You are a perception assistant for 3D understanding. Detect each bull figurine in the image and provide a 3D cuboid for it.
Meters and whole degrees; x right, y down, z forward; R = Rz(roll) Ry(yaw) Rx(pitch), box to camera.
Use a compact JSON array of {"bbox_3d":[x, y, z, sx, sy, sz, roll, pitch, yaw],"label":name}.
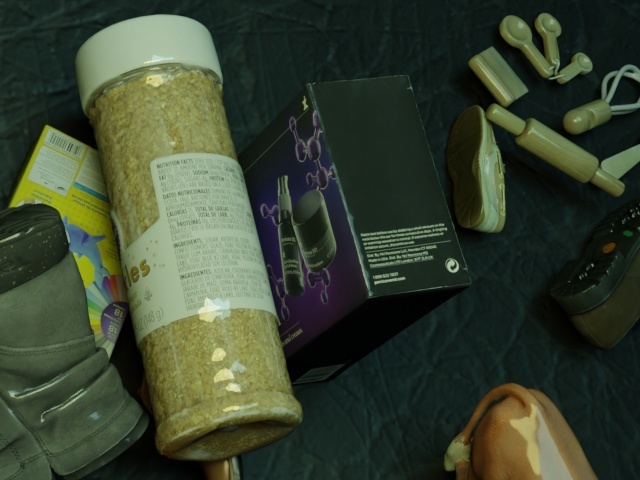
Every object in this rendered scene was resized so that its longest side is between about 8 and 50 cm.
[{"bbox_3d":[0.205,0.274,1.552,0.101,0.188,0.310,-15,76,-30],"label":"bull figurine"}]

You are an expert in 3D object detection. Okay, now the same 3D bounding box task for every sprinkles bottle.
[{"bbox_3d":[-0.110,-0.005,1.482,0.121,0.121,0.355,-4,67,-28],"label":"sprinkles bottle"}]

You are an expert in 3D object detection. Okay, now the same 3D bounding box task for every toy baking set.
[{"bbox_3d":[0.264,-0.136,1.828,0.256,0.030,0.197,33,48,-13],"label":"toy baking set"}]

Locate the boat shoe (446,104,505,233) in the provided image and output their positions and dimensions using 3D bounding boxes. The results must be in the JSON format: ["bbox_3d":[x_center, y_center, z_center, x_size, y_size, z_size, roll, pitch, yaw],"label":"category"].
[{"bbox_3d":[0.154,-0.066,1.757,0.045,0.050,0.135,24,56,-36],"label":"boat shoe"}]

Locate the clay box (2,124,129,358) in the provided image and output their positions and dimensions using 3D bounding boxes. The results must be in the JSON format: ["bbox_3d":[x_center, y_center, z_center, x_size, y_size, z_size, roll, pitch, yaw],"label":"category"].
[{"bbox_3d":[-0.219,0.028,1.524,0.127,0.053,0.222,27,61,-14],"label":"clay box"}]

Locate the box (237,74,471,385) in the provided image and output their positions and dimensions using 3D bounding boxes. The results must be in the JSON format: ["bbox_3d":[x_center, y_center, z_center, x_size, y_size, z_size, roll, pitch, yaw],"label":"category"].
[{"bbox_3d":[0.000,0.000,1.521,0.103,0.261,0.184,-5,71,-28],"label":"box"}]

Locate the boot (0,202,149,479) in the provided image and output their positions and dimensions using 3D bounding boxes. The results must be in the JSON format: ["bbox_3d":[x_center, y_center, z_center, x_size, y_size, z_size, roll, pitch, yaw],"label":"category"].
[{"bbox_3d":[-0.315,0.129,1.387,0.338,0.118,0.222,-18,109,-3],"label":"boot"}]

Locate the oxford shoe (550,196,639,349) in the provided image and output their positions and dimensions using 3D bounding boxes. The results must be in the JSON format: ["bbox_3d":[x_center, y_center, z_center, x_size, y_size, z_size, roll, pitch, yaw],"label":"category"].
[{"bbox_3d":[0.310,0.025,1.786,0.227,0.083,0.096,-44,111,-33],"label":"oxford shoe"}]

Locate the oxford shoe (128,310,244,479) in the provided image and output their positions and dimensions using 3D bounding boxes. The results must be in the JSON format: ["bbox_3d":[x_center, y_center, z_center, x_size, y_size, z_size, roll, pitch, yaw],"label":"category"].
[{"bbox_3d":[-0.111,0.143,1.531,0.076,0.076,0.212,-16,71,-7],"label":"oxford shoe"}]
